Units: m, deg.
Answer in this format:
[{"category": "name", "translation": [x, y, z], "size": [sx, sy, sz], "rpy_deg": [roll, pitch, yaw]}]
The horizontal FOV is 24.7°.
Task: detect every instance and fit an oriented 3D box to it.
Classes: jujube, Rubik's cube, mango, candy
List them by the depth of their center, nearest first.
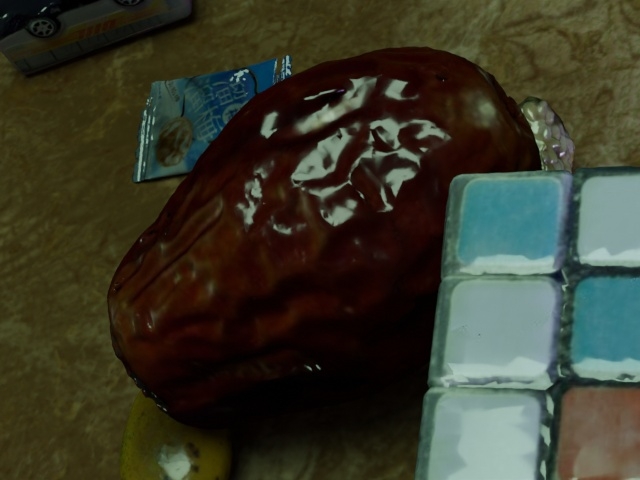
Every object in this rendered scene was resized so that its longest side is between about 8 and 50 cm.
[{"category": "Rubik's cube", "translation": [0.198, 0.129, 0.762], "size": [0.253, 0.256, 0.259], "rpy_deg": [1, 59, 19]}, {"category": "jujube", "translation": [0.000, 0.000, 0.910], "size": [0.290, 0.197, 0.197], "rpy_deg": [-35, 52, 18]}, {"category": "mango", "translation": [-0.098, 0.138, 0.985], "size": [0.079, 0.057, 0.114], "rpy_deg": [-25, 46, 8]}, {"category": "candy", "translation": [0.125, -0.042, 1.006], "size": [0.095, 0.085, 0.110], "rpy_deg": [-12, 59, 25]}, {"category": "candy", "translation": [-0.085, -0.094, 1.142], "size": [0.136, 0.038, 0.088], "rpy_deg": [-8, 70, 23]}]

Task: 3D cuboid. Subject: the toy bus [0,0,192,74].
[{"category": "toy bus", "translation": [-0.189, -0.197, 1.219], "size": [0.172, 0.072, 0.057], "rpy_deg": [-18, 53, 10]}]
